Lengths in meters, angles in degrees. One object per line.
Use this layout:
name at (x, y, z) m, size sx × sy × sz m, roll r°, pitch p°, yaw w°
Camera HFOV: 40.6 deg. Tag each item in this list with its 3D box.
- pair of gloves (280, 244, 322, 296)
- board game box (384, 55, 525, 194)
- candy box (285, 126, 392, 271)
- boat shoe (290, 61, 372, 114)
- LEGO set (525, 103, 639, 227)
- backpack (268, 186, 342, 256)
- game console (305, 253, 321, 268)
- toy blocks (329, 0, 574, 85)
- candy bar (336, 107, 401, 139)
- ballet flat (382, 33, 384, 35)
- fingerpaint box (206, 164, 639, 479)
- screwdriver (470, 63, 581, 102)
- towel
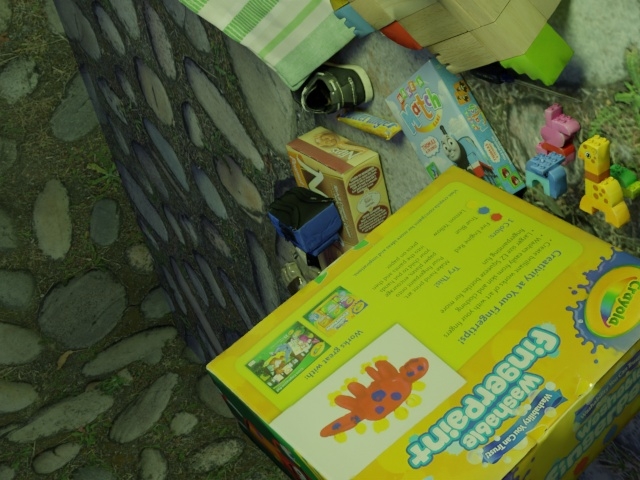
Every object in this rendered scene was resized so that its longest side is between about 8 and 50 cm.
pair of gloves at (-0.019, 0.119, 2.029) m, size 0.204 × 0.042 × 0.240 m, roll 58°, pitch 158°, yaw 15°
board game box at (0.185, -0.142, 1.226) m, size 0.211 × 0.039 × 0.160 m, roll 61°, pitch 159°, yaw 1°
candy box at (0.052, -0.035, 1.597) m, size 0.183 × 0.087 × 0.316 m, roll 32°, pitch 145°, yaw 48°
boat shoe at (-0.002, -0.253, 1.458) m, size 0.233 × 0.079 × 0.084 m, roll 18°, pitch 136°, yaw 62°
LEGO set at (0.304, -0.089, 0.959) m, size 0.227 × 0.087 × 0.093 m, roll 35°, pitch 148°, yaw 47°
backpack at (-0.033, -0.033, 1.533) m, size 0.120 × 0.098 × 0.101 m, roll 33°, pitch 149°, yaw 45°
game console at (0.000, 0.000, 1.871) m, size 0.122 × 0.071 × 0.107 m, roll 86°, pitch 178°, yaw -47°
toy blocks at (0.086, -0.320, 0.984) m, size 0.381 × 0.191 × 0.261 m, roll 39°, pitch 167°, yaw -18°
candy bar at (0.081, -0.190, 1.400) m, size 0.161 × 0.040 × 0.018 m, roll 32°, pitch 154°, yaw 52°
ballet flat at (0.093, -0.305, 1.223) m, size 0.114 × 0.041 × 0.041 m, roll 37°, pitch 149°, yaw 46°
fingerpaint box at (0.156, 0.154, 1.057) m, size 0.371 × 0.445 × 0.163 m, roll 33°, pitch 153°, yaw 39°
screwdriver at (0.248, -0.194, 1.051) m, size 0.170 × 0.024 × 0.025 m, roll 26°, pitch 112°, yaw 46°
towel at (-0.115, -0.380, 1.341) m, size 0.325 × 0.038 × 0.248 m, roll 37°, pitch 154°, yaw -14°
